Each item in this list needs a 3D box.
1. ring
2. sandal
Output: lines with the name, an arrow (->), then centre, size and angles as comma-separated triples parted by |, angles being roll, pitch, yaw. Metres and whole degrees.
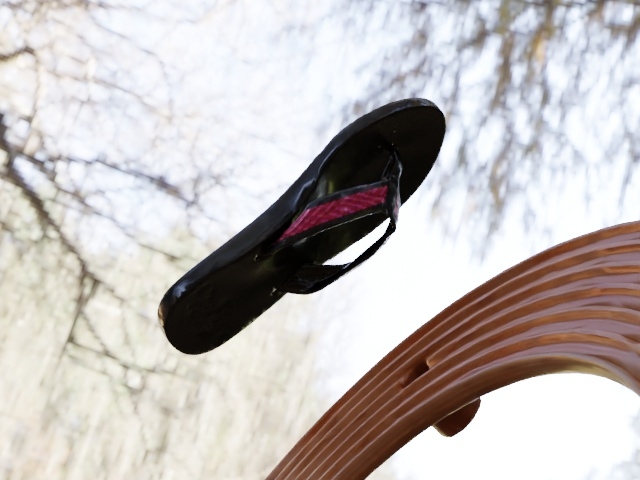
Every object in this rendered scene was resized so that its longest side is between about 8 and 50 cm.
ring -> 0.024, 0.131, 0.418 | 0.032, 0.337, 0.336 | 41, -35, -15
sandal -> 0.000, 0.000, 0.711 | 0.040, 0.179, 0.067 | 42, -11, 42
